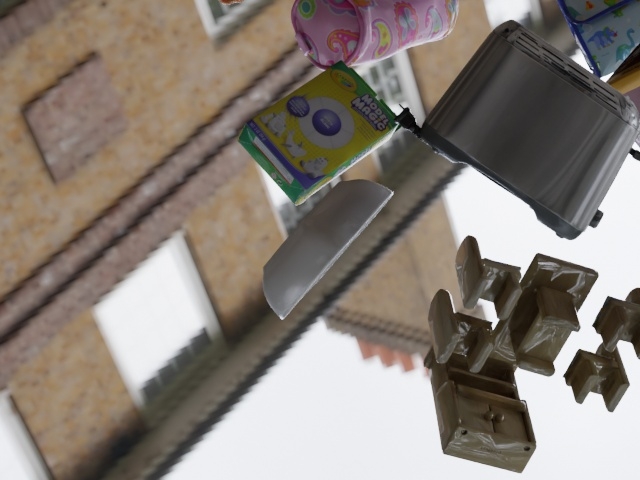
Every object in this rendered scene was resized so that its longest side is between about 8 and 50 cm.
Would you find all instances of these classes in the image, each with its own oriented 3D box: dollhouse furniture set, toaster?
[{"bbox_3d":[0.216,0.107,1.814,0.212,0.242,0.161,16,-149,-14],"label":"dollhouse furniture set"},{"bbox_3d":[0.202,-0.115,1.601,0.146,0.227,0.129,-56,177,7],"label":"toaster"}]

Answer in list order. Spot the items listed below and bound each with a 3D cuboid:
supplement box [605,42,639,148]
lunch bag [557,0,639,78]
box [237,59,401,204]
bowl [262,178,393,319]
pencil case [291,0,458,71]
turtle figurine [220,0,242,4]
[{"bbox_3d":[0.461,-0.175,1.903,0.194,0.191,0.129,-47,-169,-29],"label":"supplement box"},{"bbox_3d":[0.378,-0.303,2.121,0.129,0.151,0.096,-26,-167,7],"label":"lunch bag"},{"bbox_3d":[0.007,-0.128,1.854,0.179,0.043,0.105,-37,-100,-33],"label":"box"},{"bbox_3d":[0.000,0.000,1.676,0.142,0.053,0.142,-48,179,40],"label":"bowl"},{"bbox_3d":[0.077,-0.301,2.204,0.124,0.124,0.284,4,-163,31],"label":"pencil case"},{"bbox_3d":[-0.033,-0.315,1.137,0.217,0.269,0.087,-23,-164,-10],"label":"turtle figurine"}]
